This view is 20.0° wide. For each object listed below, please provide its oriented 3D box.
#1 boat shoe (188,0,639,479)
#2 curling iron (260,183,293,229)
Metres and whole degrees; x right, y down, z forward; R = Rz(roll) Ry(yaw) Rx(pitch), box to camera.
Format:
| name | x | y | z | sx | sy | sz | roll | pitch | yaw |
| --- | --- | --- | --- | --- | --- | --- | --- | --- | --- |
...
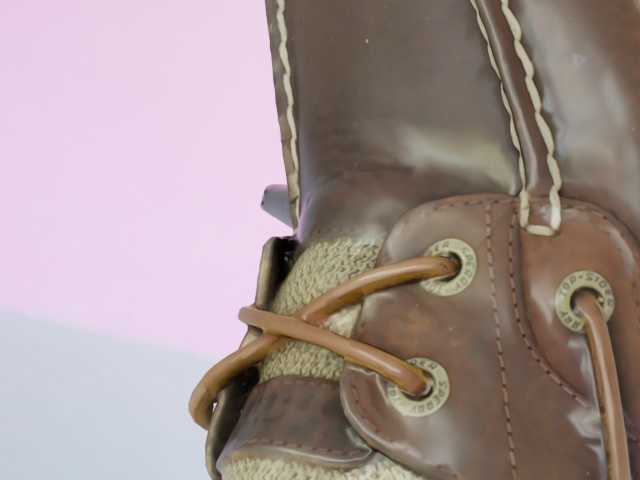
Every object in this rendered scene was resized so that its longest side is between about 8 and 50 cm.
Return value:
| name | x | y | z | sx | sy | sz | roll | pitch | yaw |
| --- | --- | --- | --- | --- | --- | --- | --- | --- | --- |
| boat shoe | 0.034 | 0.041 | 0.439 | 0.123 | 0.342 | 0.123 | -13 | -1 | -36 |
| curling iron | 0.000 | 0.000 | 0.901 | 0.035 | 0.068 | 0.274 | 45 | 0 | -19 |
